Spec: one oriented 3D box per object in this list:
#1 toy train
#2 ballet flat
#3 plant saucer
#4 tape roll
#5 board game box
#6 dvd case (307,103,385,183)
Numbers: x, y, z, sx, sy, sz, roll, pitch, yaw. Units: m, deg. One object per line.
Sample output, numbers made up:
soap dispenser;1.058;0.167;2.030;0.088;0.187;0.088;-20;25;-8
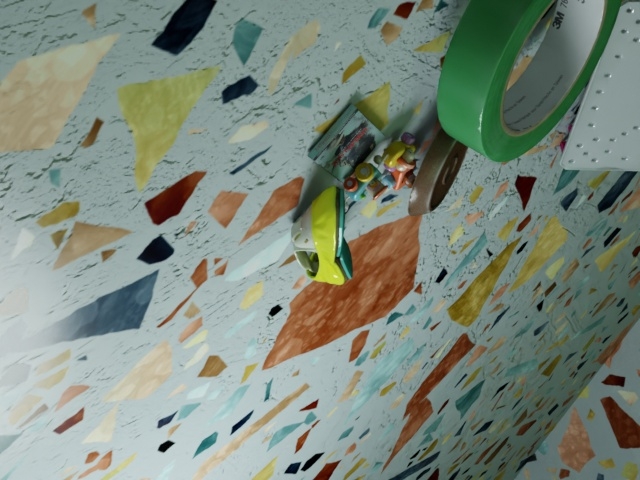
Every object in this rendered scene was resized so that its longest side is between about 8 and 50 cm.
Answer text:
toy train;0.091;-0.080;1.579;0.166;0.046;0.125;-34;157;-34
ballet flat;0.000;0.000;1.542;0.077;0.077;0.231;0;154;5
plant saucer;0.177;-0.107;1.655;0.168;0.029;0.168;-57;165;-26
tape roll;0.284;-0.261;1.532;0.321;0.077;0.321;-40;151;-28
board game box;0.633;-0.262;1.928;0.389;0.050;0.390;0;143;-6
dvd case;0.035;-0.123;1.480;0.087;0.013;0.119;-49;155;4
